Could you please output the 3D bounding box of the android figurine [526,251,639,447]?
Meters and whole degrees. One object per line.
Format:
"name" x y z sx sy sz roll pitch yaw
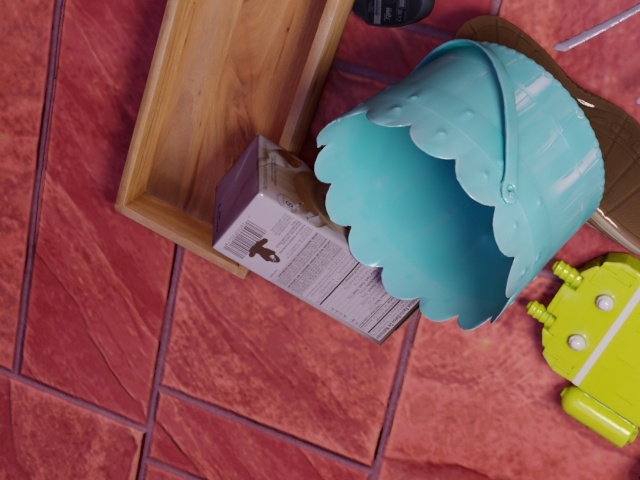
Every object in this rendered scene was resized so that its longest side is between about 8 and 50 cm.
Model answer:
"android figurine" 0.376 0.124 1.461 0.272 0.056 0.248 34 117 7

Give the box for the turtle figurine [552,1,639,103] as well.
"turtle figurine" 0.412 -0.246 1.228 0.266 0.275 0.198 1 148 37

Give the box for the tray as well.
"tray" -0.110 -0.174 1.530 0.202 0.076 0.411 27 122 12

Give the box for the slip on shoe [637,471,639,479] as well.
"slip on shoe" 0.529 0.312 1.422 0.331 0.101 0.123 8 89 20

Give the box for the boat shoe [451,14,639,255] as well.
"boat shoe" 0.272 -0.108 1.404 0.341 0.121 0.110 48 156 6

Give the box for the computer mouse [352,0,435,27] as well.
"computer mouse" 0.027 -0.302 1.475 0.242 0.041 0.071 16 118 24

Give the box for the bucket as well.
"bucket" 0.148 -0.065 1.308 0.281 0.183 0.281 38 151 26

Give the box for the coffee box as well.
"coffee box" 0.000 0.000 1.472 0.246 0.141 0.098 31 118 -22
